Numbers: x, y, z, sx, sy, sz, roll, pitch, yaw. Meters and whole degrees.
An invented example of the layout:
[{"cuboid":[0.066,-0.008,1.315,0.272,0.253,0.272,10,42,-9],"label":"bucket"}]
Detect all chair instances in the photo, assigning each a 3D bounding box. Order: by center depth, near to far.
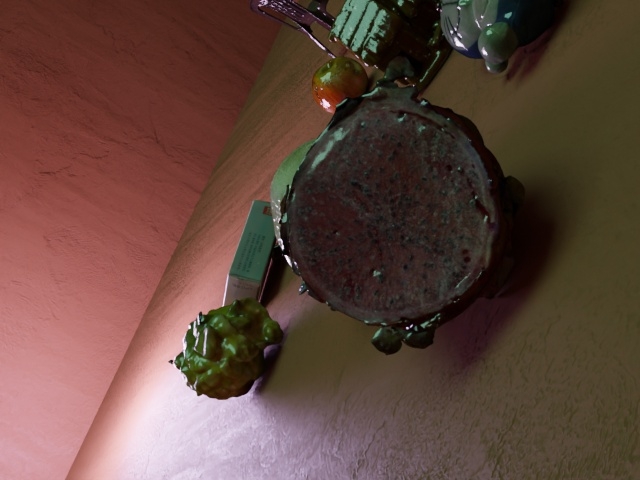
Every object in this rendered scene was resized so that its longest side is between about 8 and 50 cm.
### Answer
[{"cuboid":[-0.032,-0.697,2.669,0.175,0.326,0.183,-41,24,43],"label":"chair"}]

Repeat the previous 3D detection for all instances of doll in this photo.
[{"cuboid":[0.277,-0.393,1.476,0.258,0.154,0.228,-155,58,-63],"label":"doll"}]

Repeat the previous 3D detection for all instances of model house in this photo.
[{"cuboid":[0.157,-0.451,1.848,0.199,0.229,0.219,-59,16,21],"label":"model house"}]

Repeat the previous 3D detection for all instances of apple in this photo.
[{"cuboid":[0.044,-0.388,2.235,0.146,0.146,0.146,-52,17,23],"label":"apple"}]

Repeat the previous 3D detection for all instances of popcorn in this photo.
[{"cuboid":[-0.187,0.206,1.771,0.189,0.169,0.218,-44,26,42],"label":"popcorn"}]

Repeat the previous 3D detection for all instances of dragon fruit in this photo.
[{"cuboid":[0.130,-0.038,1.174,0.314,0.296,0.263,-59,-19,9],"label":"dragon fruit"}]

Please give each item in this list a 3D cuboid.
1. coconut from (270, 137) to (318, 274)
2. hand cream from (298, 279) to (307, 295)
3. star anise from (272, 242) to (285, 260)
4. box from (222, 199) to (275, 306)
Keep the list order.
[{"cuboid":[0.038,-0.047,1.439,0.245,0.245,0.247,-56,16,9],"label":"coconut"},{"cuboid":[0.001,0.000,1.832,0.075,0.052,0.248,105,175,-48],"label":"hand cream"},{"cuboid":[-0.058,-0.021,2.012,0.168,0.057,0.168,-156,90,-81],"label":"star anise"},{"cuboid":[-0.154,0.037,2.072,0.269,0.079,0.135,-76,1,-47],"label":"box"}]
